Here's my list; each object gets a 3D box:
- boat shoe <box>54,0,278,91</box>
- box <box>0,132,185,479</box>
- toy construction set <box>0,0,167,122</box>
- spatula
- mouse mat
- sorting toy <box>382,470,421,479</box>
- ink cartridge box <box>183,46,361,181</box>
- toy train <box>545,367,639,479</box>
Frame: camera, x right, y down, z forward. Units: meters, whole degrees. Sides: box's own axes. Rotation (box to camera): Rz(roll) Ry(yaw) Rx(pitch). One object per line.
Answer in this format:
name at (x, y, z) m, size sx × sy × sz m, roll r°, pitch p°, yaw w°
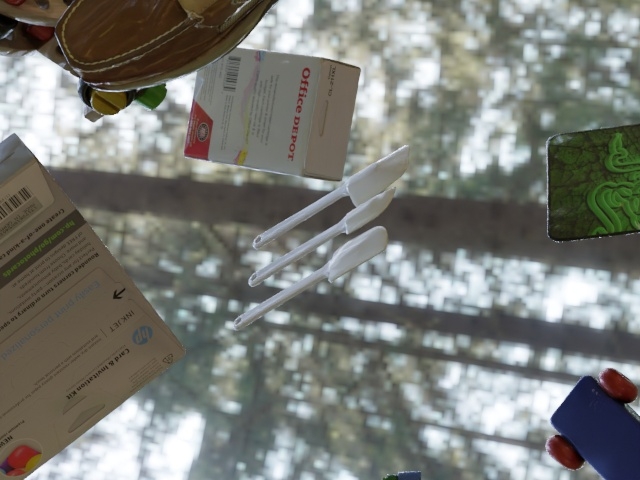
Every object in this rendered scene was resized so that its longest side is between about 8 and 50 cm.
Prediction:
boat shoe at (-0.071, -0.240, 1.374) m, size 0.122 × 0.324 × 0.120 m, roll 59°, pitch -175°, yaw 20°
box at (-0.181, 0.048, 1.007) m, size 0.145 × 0.038 × 0.186 m, roll -38°, pitch -48°, yaw -5°
toy construction set at (-0.221, -0.268, 1.733) m, size 0.237 × 0.257 × 0.309 m, roll 34°, pitch -77°, yaw -27°
spatula at (0.000, 0.000, 1.877) m, size 0.019 × 0.242 × 0.168 m, roll 36°, pitch -137°, yaw -26°
mouse mat at (0.305, -0.064, 1.763) m, size 0.189 × 0.153 × 0.007 m, roll -82°, pitch -19°, yaw -51°
sorting toy at (0.087, 0.277, 1.865) m, size 0.102 × 0.042 × 0.061 m, roll -75°, pitch -16°, yaw -81°
ink cartridge box at (-0.052, -0.136, 1.860) m, size 0.072 × 0.175 × 0.127 m, roll 8°, pitch -87°, yaw -52°
toy train at (0.337, 0.234, 1.643) m, size 0.143 × 0.248 × 0.105 m, roll 27°, pitch -76°, yaw -43°
